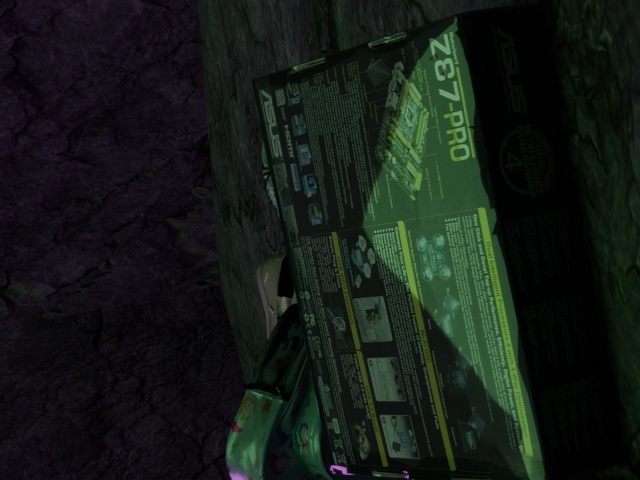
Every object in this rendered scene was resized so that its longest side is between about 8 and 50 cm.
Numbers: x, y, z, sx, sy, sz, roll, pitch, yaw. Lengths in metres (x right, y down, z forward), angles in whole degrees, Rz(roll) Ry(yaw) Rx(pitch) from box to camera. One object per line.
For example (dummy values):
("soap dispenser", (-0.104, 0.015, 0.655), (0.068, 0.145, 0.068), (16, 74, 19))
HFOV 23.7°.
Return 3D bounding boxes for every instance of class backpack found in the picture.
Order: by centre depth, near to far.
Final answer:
("backpack", (0.014, 0.231, 1.874), (0.191, 0.225, 0.254), (17, 76, 55))

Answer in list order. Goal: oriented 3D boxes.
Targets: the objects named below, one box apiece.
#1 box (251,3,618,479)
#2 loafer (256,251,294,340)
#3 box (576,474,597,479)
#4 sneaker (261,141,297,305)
("box", (0.089, 0.015, 1.361), (0.318, 0.097, 0.395), (-10, 92, 57))
("loafer", (-0.045, 0.135, 2.710), (0.092, 0.101, 0.269), (-53, 51, 52))
("box", (0.149, 0.265, 1.242), (0.322, 0.232, 0.059), (-133, 34, -74))
("sneaker", (0.000, 0.000, 2.145), (0.210, 0.137, 0.366), (100, 154, -62))
